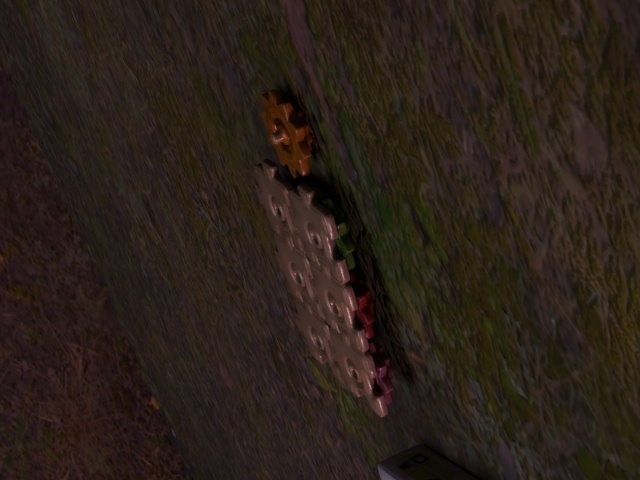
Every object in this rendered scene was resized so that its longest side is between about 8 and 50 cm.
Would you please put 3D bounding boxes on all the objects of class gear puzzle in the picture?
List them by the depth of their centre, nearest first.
[{"bbox_3d":[0.000,0.000,1.367,0.175,0.044,0.339,37,148,55],"label":"gear puzzle"}]

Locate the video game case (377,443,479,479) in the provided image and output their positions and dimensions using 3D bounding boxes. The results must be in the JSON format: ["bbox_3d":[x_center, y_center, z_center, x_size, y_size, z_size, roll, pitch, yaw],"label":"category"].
[{"bbox_3d":[0.167,0.362,1.383,0.244,0.061,0.269,24,133,63],"label":"video game case"}]
